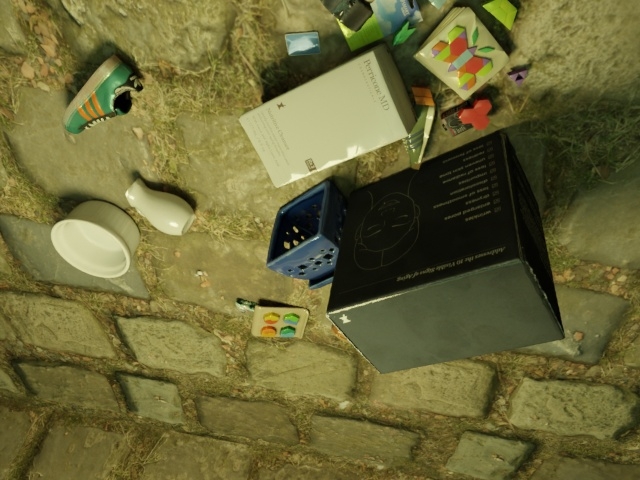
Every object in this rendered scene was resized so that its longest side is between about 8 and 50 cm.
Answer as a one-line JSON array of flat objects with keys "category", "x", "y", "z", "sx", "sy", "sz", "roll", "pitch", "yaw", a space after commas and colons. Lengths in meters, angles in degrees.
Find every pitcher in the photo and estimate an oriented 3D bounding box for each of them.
[{"category": "pitcher", "x": -0.524, "y": -0.094, "z": 1.666, "sx": 0.207, "sy": 0.125, "sz": 0.177, "roll": 30, "pitch": 154, "yaw": 0}]

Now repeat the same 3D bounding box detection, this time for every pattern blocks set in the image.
[{"category": "pattern blocks set", "x": 0.325, "y": -0.420, "z": 1.158, "sx": 0.325, "sy": 0.026, "sz": 0.285, "roll": 23, "pitch": 123, "yaw": -17}]

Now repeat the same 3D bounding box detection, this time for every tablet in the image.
[{"category": "tablet", "x": -0.043, "y": -0.483, "z": 1.245, "sx": 0.084, "sy": 0.006, "sz": 0.054, "roll": 0, "pitch": 132, "yaw": 13}]

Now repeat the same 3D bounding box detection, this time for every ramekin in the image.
[{"category": "ramekin", "x": -0.778, "y": -0.009, "z": 1.784, "sx": 0.278, "sy": 0.135, "sz": 0.277, "roll": 8, "pitch": 134, "yaw": 8}]

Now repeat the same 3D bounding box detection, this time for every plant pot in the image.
[{"category": "plant pot", "x": 0.000, "y": 0.000, "z": 1.538, "sx": 0.236, "sy": 0.235, "sz": 0.212, "roll": -28, "pitch": 127, "yaw": 34}]

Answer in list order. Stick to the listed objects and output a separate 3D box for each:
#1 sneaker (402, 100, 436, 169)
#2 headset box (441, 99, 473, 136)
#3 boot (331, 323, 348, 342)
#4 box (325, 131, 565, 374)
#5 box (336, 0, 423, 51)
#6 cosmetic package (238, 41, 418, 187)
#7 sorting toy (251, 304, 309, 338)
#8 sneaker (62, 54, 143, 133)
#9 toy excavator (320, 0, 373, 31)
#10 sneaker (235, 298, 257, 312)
[{"category": "sneaker", "x": 0.241, "y": -0.280, "z": 1.329, "sx": 0.086, "sy": 0.064, "sz": 0.192, "roll": 15, "pitch": 132, "yaw": 8}, {"category": "headset box", "x": 0.352, "y": -0.308, "z": 1.292, "sx": 0.083, "sy": 0.032, "sz": 0.062, "roll": -24, "pitch": 123, "yaw": 29}, {"category": "boot", "x": 0.191, "y": 0.283, "z": 1.829, "sx": 0.284, "sy": 0.109, "sz": 0.220, "roll": 11, "pitch": 135, "yaw": 1}, {"category": "box", "x": 0.314, "y": 0.037, "z": 1.320, "sx": 0.480, "sy": 0.471, "sz": 0.297, "roll": -20, "pitch": 125, "yaw": 30}, {"category": "box", "x": 0.130, "y": -0.515, "z": 1.146, "sx": 0.179, "sy": 0.042, "sz": 0.109, "roll": -15, "pitch": 128, "yaw": 25}, {"category": "cosmetic package", "x": 0.022, "y": -0.305, "z": 1.263, "sx": 0.385, "sy": 0.156, "sz": 0.217, "roll": -19, "pitch": 108, "yaw": 30}, {"category": "sorting toy", "x": -0.161, "y": 0.327, "z": 1.988, "sx": 0.209, "sy": 0.038, "sz": 0.192, "roll": 7, "pitch": 135, "yaw": -8}, {"category": "sneaker", "x": -0.612, "y": -0.375, "z": 1.419, "sx": 0.302, "sy": 0.108, "sz": 0.121, "roll": -33, "pitch": 114, "yaw": 34}, {"category": "toy excavator", "x": -0.024, "y": -0.581, "z": 0.843, "sx": 0.445, "sy": 0.432, "sz": 0.222, "roll": 34, "pitch": 125, "yaw": -23}, {"category": "sneaker", "x": -0.289, "y": 0.269, "z": 1.992, "sx": 0.098, "sy": 0.038, "sz": 0.069, "roll": 22, "pitch": 137, "yaw": 3}]
